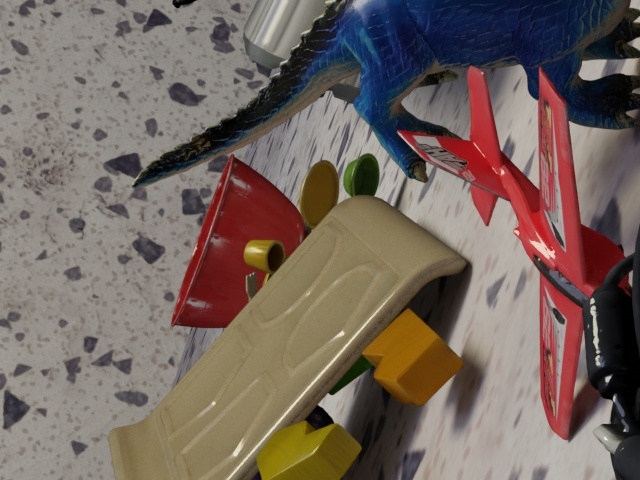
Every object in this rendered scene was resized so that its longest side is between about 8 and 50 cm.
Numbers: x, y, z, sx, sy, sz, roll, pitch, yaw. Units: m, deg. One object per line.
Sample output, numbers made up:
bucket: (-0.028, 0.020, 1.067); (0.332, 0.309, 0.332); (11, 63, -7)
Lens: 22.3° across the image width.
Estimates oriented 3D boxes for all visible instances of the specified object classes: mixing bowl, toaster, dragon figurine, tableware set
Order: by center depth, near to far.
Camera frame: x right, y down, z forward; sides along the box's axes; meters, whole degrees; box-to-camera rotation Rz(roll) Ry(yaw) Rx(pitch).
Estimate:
dragon figurine: (0.041, -0.105, 0.623); (0.085, 0.289, 0.144); (-74, -34, -44)
tableware set: (0.000, 0.000, 1.093); (0.154, 0.024, 0.104); (-26, -59, -53)
toaster: (0.008, -0.221, 1.510); (0.227, 0.129, 0.146); (-95, 27, -77)
mixing bowl: (-0.073, 0.015, 1.604); (0.181, 0.098, 0.181); (-160, 90, -83)

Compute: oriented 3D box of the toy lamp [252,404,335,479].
toy lamp: (-0.022, 0.166, 0.881); (0.274, 0.080, 0.080); (-93, 23, -71)

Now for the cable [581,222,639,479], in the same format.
cable: (0.107, 0.017, 0.401); (0.184, 0.047, 0.150); (122, 166, -58)

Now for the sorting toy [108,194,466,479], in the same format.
sorting toy: (-0.014, 0.081, 0.886); (0.229, 0.041, 0.307); (-44, 15, 0)

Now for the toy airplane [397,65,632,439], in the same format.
toy airplane: (0.075, -0.005, 0.572); (0.151, 0.028, 0.151); (55, 157, 37)

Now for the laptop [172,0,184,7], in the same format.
laptop: (0.042, -0.342, 1.059); (0.382, 0.236, 0.407); (-122, 38, -80)
